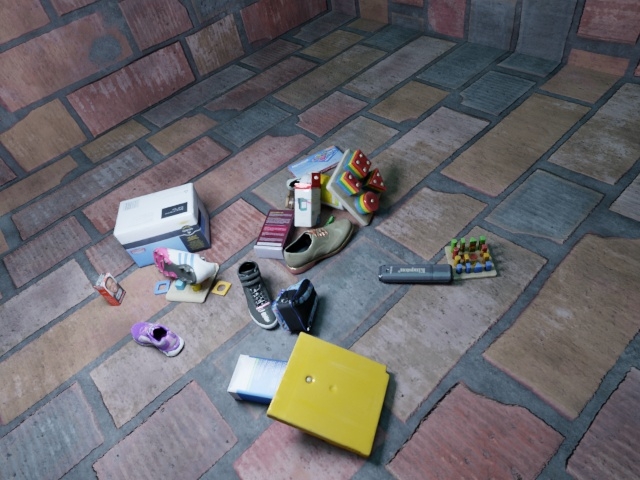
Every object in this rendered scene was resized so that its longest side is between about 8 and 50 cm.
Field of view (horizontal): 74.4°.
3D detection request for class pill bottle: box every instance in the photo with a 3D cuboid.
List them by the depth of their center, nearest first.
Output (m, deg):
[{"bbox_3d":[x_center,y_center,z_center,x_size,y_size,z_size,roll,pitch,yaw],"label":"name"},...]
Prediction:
[{"bbox_3d":[0.029,-0.234,1.953,0.246,0.136,0.136,20,56,28],"label":"pill bottle"}]

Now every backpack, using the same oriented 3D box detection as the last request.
[{"bbox_3d":[-0.082,0.231,1.554,0.117,0.158,0.173,-11,30,28],"label":"backpack"}]

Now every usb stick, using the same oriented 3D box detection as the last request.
[{"bbox_3d":[0.361,0.126,1.602,0.278,0.045,0.077,-1,62,16],"label":"usb stick"}]

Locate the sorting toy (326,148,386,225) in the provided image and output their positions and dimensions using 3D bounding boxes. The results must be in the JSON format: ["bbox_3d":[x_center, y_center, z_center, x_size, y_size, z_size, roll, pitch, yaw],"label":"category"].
[{"bbox_3d":[0.181,-0.243,1.842,0.089,0.255,0.257,-21,34,46],"label":"sorting toy"}]

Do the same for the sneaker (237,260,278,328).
[{"bbox_3d":[-0.251,0.199,1.622,0.105,0.147,0.295,-23,49,-10],"label":"sneaker"}]

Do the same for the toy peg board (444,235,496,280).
[{"bbox_3d":[0.569,0.059,1.601,0.161,0.079,0.160,-6,47,8],"label":"toy peg board"}]

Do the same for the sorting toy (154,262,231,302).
[{"bbox_3d":[-0.544,0.168,1.786,0.348,0.047,0.196,1,49,14],"label":"sorting toy"}]

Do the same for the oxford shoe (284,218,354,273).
[{"bbox_3d":[0.000,0.000,1.752,0.348,0.130,0.123,-38,51,-20],"label":"oxford shoe"}]

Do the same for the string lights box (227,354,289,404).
[{"bbox_3d":[-0.160,0.470,1.402,0.260,0.076,0.133,4,50,16],"label":"string lights box"}]

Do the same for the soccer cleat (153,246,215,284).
[{"bbox_3d":[-0.572,0.100,1.772,0.331,0.116,0.143,19,27,37],"label":"soccer cleat"}]

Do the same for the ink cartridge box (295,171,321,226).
[{"bbox_3d":[-0.054,-0.182,1.843,0.078,0.231,0.134,4,9,18],"label":"ink cartridge box"}]

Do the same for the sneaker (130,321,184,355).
[{"bbox_3d":[-0.633,0.353,1.601,0.236,0.104,0.095,13,54,25],"label":"sneaker"}]

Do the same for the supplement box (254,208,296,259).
[{"bbox_3d":[-0.193,-0.031,1.866,0.130,0.073,0.239,4,50,15],"label":"supplement box"}]

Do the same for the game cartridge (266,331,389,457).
[{"bbox_3d":[0.034,0.470,1.314,0.324,0.052,0.285,22,52,4],"label":"game cartridge"}]

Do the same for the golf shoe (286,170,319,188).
[{"bbox_3d":[-0.080,-0.289,2.057,0.176,0.069,0.086,-22,12,2],"label":"golf shoe"}]

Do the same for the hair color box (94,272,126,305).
[{"bbox_3d":[-0.880,0.206,1.766,0.043,0.141,0.072,-5,48,9],"label":"hair color box"}]

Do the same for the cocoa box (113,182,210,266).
[{"bbox_3d":[-0.702,-0.069,1.913,0.347,0.228,0.231,-16,47,-1],"label":"cocoa box"}]

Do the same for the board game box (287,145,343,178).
[{"bbox_3d":[-0.016,-0.396,2.185,0.281,0.027,0.145,-28,50,-12],"label":"board game box"}]

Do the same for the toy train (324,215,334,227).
[{"bbox_3d":[0.040,-0.081,1.889,0.017,0.023,0.083,15,54,25],"label":"toy train"}]

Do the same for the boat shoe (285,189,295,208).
[{"bbox_3d":[-0.124,-0.186,1.962,0.073,0.073,0.207,5,20,-4],"label":"boat shoe"}]
